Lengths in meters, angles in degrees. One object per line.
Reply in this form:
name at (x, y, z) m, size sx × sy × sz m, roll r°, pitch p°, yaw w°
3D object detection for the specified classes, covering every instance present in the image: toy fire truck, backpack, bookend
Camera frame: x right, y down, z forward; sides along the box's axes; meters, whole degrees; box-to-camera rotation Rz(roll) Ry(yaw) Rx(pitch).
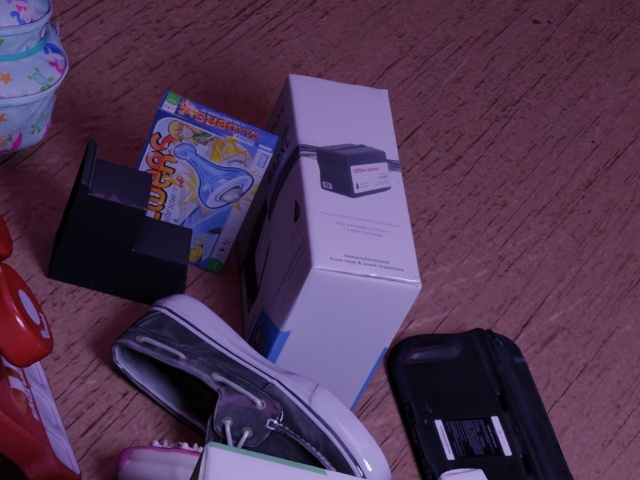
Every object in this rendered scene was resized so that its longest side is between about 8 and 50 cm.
toy fire truck at (-0.345, 0.090, 1.798) m, size 0.169 × 0.254 × 0.302 m, roll -30°, pitch 55°, yaw 2°
backpack at (-0.410, -0.224, 2.104) m, size 0.225 × 0.191 × 0.253 m, roll -5°, pitch 55°, yaw -31°
bookend at (-0.204, -0.014, 2.003) m, size 0.156 × 0.157 × 0.072 m, roll 15°, pitch 43°, yaw -11°

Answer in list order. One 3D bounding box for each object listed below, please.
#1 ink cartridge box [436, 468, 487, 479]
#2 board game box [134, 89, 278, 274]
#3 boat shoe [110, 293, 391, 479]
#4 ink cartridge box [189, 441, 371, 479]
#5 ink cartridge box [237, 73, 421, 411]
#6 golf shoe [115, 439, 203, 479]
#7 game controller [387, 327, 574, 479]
ink cartridge box at (0.153, 0.366, 1.768) m, size 0.066 × 0.189 × 0.232 m, roll -3°, pitch 50°, yaw -28°
board game box at (-0.143, -0.062, 2.048) m, size 0.136 × 0.201 × 0.035 m, roll 22°, pitch 42°, yaw -4°
boat shoe at (-0.081, 0.189, 1.907) m, size 0.335 × 0.121 × 0.119 m, roll 33°, pitch 49°, yaw 24°
ink cartridge box at (-0.050, 0.334, 1.628) m, size 0.211 × 0.289 × 0.121 m, roll 15°, pitch 40°, yaw -12°
ink cartridge box at (0.000, 0.000, 2.039) m, size 0.129 × 0.223 × 0.307 m, roll 10°, pitch 44°, yaw -17°
golf shoe at (-0.070, 0.288, 1.798) m, size 0.306 × 0.115 × 0.140 m, roll 15°, pitch 76°, yaw 13°
game controller at (0.184, 0.228, 2.033) m, size 0.167 × 0.067 × 0.319 m, roll -7°, pitch 49°, yaw -13°
